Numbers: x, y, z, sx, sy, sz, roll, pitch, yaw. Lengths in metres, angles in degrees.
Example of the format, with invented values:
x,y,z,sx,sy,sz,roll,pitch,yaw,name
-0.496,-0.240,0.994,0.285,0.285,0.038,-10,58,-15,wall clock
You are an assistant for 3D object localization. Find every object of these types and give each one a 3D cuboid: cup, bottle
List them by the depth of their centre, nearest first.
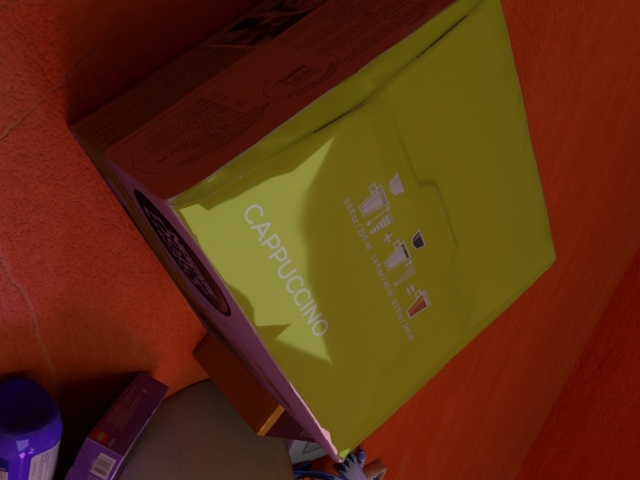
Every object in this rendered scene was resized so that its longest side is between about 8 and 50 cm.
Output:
x,y,z,sx,sy,sz,roll,pitch,yaw,name
-0.408,0.318,0.820,0.092,0.118,0.282,-14,130,-49,bottle
-0.171,0.439,1.075,0.331,0.237,0.331,-28,138,-28,cup

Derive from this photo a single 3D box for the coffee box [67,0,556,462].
x,y,z,sx,sy,sz,roll,pitch,yaw,name
-0.005,-0.049,0.683,0.338,0.334,0.337,-38,125,-16,coffee box

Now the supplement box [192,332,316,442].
x,y,z,sx,sy,sz,roll,pitch,yaw,name
-0.065,0.214,1.028,0.129,0.191,0.194,-53,143,3,supplement box

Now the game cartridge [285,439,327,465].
x,y,z,sx,sy,sz,roll,pitch,yaw,name
0.036,0.398,1.411,0.297,0.062,0.198,1,116,-46,game cartridge

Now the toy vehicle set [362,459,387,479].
x,y,z,sx,sy,sz,roll,pitch,yaw,name
0.059,0.723,1.727,0.267,0.035,0.165,-10,128,-41,toy vehicle set

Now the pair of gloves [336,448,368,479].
x,y,z,sx,sy,sz,roll,pitch,yaw,name
0.058,0.637,1.621,0.198,0.023,0.159,-46,131,-20,pair of gloves

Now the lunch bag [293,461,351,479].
x,y,z,sx,sy,sz,roll,pitch,yaw,name
-0.043,0.679,1.378,0.386,0.239,0.327,26,113,-25,lunch bag

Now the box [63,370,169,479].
x,y,z,sx,sy,sz,roll,pitch,yaw,name
-0.331,0.354,0.890,0.293,0.057,0.201,-59,-177,11,box
